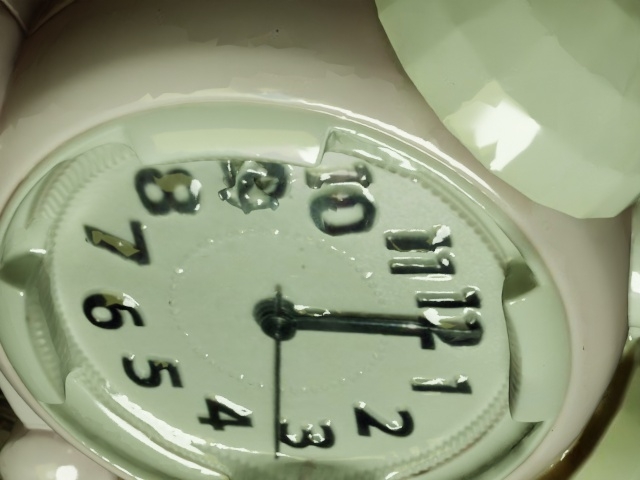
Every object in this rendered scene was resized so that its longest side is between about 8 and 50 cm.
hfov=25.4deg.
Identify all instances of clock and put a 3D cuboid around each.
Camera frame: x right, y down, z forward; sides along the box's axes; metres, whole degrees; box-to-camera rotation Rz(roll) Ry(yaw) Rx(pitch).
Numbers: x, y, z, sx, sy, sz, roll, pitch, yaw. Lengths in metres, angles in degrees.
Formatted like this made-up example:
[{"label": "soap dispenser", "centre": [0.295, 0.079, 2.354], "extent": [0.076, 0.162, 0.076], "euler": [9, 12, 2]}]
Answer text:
[{"label": "clock", "centre": [0.000, 0.000, 0.637], "extent": [0.326, 0.184, 0.342], "euler": [4, 137, 17]}]
